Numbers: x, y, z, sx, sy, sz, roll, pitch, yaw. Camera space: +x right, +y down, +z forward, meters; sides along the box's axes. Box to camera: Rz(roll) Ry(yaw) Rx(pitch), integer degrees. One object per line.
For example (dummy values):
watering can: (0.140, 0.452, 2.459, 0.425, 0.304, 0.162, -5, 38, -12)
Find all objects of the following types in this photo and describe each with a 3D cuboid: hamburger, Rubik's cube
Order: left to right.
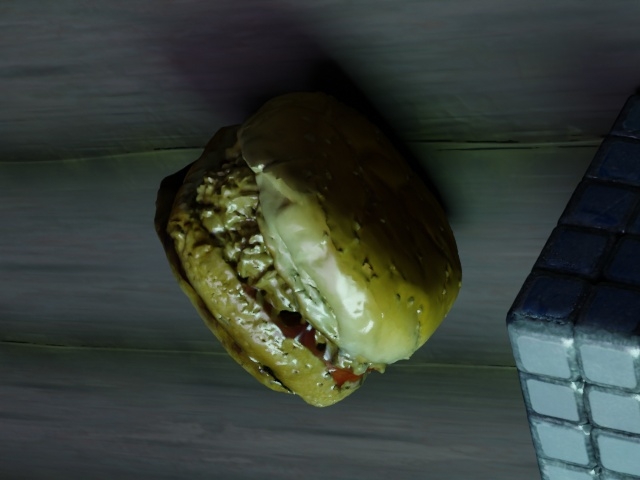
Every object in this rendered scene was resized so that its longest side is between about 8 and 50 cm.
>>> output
hamburger: (0.000, 0.000, 1.434, 0.244, 0.244, 0.163, 44, 121, -14)
Rubik's cube: (0.284, 0.072, 1.281, 0.237, 0.237, 0.238, 12, 138, 27)
